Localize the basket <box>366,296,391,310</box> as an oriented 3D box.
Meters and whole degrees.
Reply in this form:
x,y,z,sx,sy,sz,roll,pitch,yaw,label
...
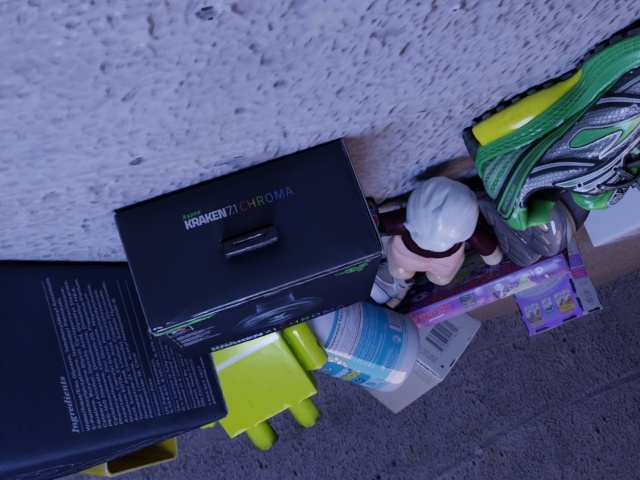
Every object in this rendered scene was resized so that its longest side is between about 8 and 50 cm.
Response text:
x,y,z,sx,sy,sz,roll,pitch,yaw,label
0.071,0.165,1.916,0.204,0.154,0.227,-26,170,21,basket

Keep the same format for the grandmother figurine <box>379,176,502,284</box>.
x,y,z,sx,sy,sz,roll,pitch,yaw,label
0.149,-0.011,1.323,0.208,0.104,0.342,0,168,-1,grandmother figurine

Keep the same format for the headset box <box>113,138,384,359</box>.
x,y,z,sx,sy,sz,roll,pitch,yaw,label
-0.070,0.019,1.055,0.247,0.131,0.283,-18,168,-5,headset box

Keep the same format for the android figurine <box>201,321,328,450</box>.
x,y,z,sx,sy,sz,roll,pitch,yaw,label
-0.119,0.208,1.554,0.248,0.272,0.056,-31,-163,9,android figurine

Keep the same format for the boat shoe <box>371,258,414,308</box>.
x,y,z,sx,sy,sz,roll,pitch,yaw,label
0.114,0.066,1.736,0.076,0.083,0.226,-48,163,4,boat shoe

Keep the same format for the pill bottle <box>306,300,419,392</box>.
x,y,z,sx,sy,sz,roll,pitch,yaw,label
0.029,0.161,1.664,0.264,0.146,0.146,22,149,-23,pill bottle

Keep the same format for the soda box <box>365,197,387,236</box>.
x,y,z,sx,sy,sz,roll,pitch,yaw,label
0.000,0.000,1.267,0.169,0.053,0.060,-26,166,32,soda box

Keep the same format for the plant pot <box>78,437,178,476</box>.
x,y,z,sx,sy,sz,roll,pitch,yaw,label
-0.395,0.299,1.689,0.187,0.212,0.212,-11,172,23,plant pot

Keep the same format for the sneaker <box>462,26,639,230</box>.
x,y,z,sx,sy,sz,roll,pitch,yaw,label
0.314,-0.118,0.994,0.134,0.146,0.344,-7,163,-44,sneaker

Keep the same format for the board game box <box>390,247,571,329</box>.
x,y,z,sx,sy,sz,roll,pitch,yaw,label
0.301,0.066,1.836,0.347,0.056,0.208,-23,-160,18,board game box

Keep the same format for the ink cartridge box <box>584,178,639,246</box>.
x,y,z,sx,sy,sz,roll,pitch,yaw,label
0.568,-0.111,1.455,0.223,0.129,0.307,-9,165,-41,ink cartridge box

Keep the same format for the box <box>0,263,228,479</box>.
x,y,z,sx,sy,sz,roll,pitch,yaw,label
-0.355,0.174,1.123,0.294,0.211,0.395,-24,168,25,box

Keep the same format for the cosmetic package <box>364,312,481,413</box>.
x,y,z,sx,sy,sz,roll,pitch,yaw,label
0.203,0.241,2.020,0.160,0.113,0.309,-50,177,-26,cosmetic package

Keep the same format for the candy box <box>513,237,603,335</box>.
x,y,z,sx,sy,sz,roll,pitch,yaw,label
0.486,0.084,2.053,0.070,0.196,0.165,-11,166,-37,candy box

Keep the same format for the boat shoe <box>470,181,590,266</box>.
x,y,z,sx,sy,sz,roll,pitch,yaw,label
0.288,-0.051,1.274,0.130,0.132,0.355,-41,-176,-3,boat shoe
